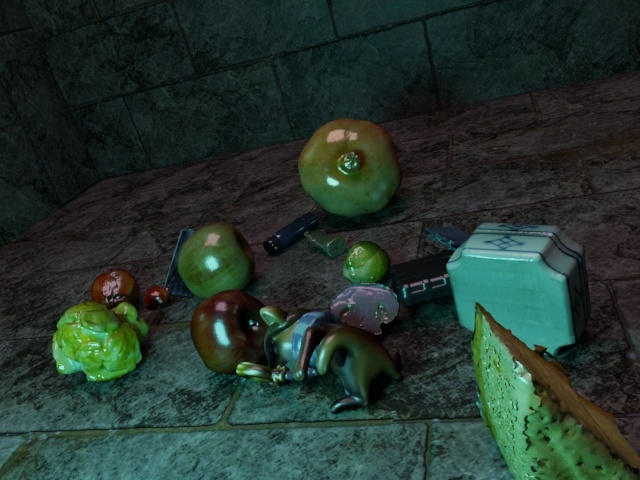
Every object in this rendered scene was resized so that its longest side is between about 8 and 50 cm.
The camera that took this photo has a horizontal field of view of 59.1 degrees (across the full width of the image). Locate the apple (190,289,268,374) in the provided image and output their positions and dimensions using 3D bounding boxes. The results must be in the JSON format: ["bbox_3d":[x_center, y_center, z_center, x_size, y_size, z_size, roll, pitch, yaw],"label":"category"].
[{"bbox_3d":[-0.235,0.249,1.502,0.234,0.233,0.234,-14,24,6],"label":"apple"}]

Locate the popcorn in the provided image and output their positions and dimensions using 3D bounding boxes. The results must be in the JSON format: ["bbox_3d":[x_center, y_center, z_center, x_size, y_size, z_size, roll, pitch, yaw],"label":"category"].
[{"bbox_3d":[-0.641,0.293,1.682,0.225,0.276,0.276,-48,14,22],"label":"popcorn"}]

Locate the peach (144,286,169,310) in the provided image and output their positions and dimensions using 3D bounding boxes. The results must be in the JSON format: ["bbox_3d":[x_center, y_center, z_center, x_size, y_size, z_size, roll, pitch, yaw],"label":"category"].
[{"bbox_3d":[-0.590,0.202,2.013,0.098,0.061,0.098,-21,27,11],"label":"peach"}]

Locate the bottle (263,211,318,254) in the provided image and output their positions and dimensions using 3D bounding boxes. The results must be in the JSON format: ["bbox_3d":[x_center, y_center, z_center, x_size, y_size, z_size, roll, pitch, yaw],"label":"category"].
[{"bbox_3d":[-0.116,-0.028,2.188,0.082,0.072,0.244,30,48,30],"label":"bottle"}]

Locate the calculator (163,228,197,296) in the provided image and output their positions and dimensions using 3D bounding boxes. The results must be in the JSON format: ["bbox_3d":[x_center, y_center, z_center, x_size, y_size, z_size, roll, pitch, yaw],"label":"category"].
[{"bbox_3d":[-0.493,0.082,2.075,0.161,0.021,0.261,3,71,35],"label":"calculator"}]

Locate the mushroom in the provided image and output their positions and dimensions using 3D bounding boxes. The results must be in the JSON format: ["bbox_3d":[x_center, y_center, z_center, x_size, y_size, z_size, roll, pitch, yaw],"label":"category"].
[{"bbox_3d":[0.126,0.186,1.533,0.188,0.141,0.117,-5,-8,16],"label":"mushroom"}]

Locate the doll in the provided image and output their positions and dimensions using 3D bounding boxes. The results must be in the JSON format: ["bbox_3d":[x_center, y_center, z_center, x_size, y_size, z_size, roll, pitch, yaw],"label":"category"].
[{"bbox_3d":[-0.001,0.279,1.353,0.340,0.209,0.318,11,4,43],"label":"doll"}]

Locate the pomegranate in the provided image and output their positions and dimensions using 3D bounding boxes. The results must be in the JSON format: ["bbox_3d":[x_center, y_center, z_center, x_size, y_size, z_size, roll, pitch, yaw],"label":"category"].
[{"bbox_3d":[0.114,-0.284,2.200,0.412,0.411,0.411,-14,24,6],"label":"pomegranate"}]

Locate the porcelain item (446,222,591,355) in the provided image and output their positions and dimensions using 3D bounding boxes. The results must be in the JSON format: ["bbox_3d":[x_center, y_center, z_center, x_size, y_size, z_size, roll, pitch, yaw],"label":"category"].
[{"bbox_3d":[0.455,0.105,1.292,0.286,0.281,0.157,3,33,41],"label":"porcelain item"}]

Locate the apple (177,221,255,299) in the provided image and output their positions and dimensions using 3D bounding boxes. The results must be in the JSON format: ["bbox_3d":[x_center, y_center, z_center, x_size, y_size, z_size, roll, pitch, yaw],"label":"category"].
[{"bbox_3d":[-0.353,0.074,1.914,0.234,0.256,0.256,-33,23,9],"label":"apple"}]

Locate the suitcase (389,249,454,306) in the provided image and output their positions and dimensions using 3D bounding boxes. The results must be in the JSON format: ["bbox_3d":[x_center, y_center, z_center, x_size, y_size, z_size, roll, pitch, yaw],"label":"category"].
[{"bbox_3d":[0.304,0.101,1.571,0.207,0.066,0.285,-15,8,4],"label":"suitcase"}]

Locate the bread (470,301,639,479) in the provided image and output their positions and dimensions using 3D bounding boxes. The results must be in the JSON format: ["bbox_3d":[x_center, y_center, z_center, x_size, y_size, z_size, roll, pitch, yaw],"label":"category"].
[{"bbox_3d":[0.414,0.274,0.948,0.279,0.315,0.248,-5,26,2],"label":"bread"}]

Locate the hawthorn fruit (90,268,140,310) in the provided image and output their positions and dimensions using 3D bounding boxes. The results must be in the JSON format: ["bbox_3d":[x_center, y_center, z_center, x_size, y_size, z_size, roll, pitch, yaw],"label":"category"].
[{"bbox_3d":[-0.732,0.196,2.025,0.174,0.173,0.179,-28,53,-25],"label":"hawthorn fruit"}]

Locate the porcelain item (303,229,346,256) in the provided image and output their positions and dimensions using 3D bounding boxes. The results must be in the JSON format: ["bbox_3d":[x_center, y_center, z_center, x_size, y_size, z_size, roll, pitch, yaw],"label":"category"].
[{"bbox_3d":[0.000,0.000,2.060,0.081,0.069,0.216,-40,32,-19],"label":"porcelain item"}]

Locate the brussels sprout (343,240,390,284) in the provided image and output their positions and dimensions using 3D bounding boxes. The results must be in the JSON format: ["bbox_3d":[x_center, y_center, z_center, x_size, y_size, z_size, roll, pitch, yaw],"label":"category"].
[{"bbox_3d":[0.142,0.076,1.744,0.155,0.155,0.117,-20,-11,-7],"label":"brussels sprout"}]

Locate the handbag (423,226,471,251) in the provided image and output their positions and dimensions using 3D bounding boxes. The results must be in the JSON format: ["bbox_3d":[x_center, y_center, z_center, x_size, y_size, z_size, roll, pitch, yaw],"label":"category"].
[{"bbox_3d":[0.422,0.009,1.710,0.144,0.057,0.221,10,15,-24],"label":"handbag"}]
